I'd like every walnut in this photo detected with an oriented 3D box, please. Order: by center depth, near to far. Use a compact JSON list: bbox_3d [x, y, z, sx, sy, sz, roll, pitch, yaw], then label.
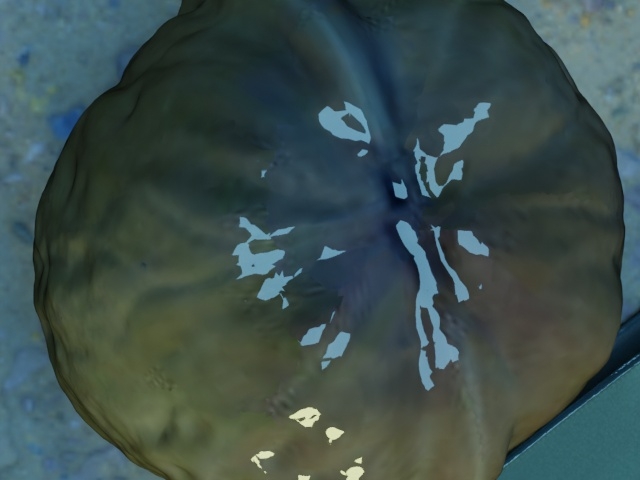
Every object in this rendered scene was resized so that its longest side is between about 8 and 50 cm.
[{"bbox_3d":[0.001,0.002,0.706,0.248,0.248,0.248,0,90,-14],"label":"walnut"}]

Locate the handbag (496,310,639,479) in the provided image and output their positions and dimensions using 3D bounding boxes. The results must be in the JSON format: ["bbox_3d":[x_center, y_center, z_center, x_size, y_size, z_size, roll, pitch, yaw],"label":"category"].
[{"bbox_3d":[0.141,0.139,0.829,0.221,0.057,0.144,-36,102,-12],"label":"handbag"}]
